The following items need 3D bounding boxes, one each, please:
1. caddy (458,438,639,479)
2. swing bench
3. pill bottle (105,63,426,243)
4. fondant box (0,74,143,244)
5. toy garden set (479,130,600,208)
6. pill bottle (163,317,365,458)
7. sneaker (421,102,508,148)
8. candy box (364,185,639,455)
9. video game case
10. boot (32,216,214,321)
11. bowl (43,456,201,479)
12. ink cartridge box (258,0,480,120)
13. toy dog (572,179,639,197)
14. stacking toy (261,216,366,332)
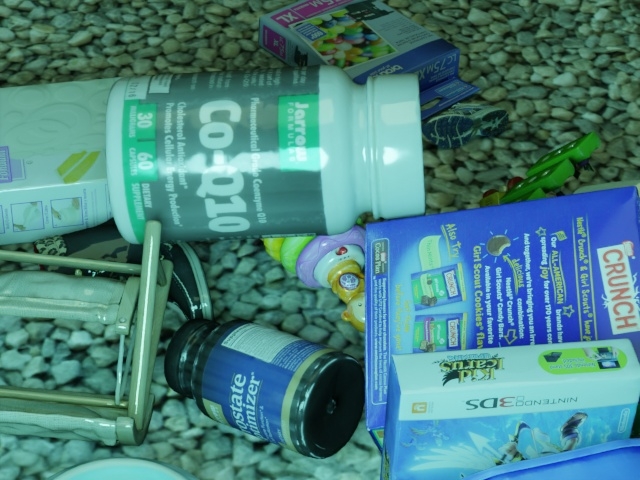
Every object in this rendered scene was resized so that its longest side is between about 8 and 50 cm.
[{"bbox_3d":[0.228,0.311,1.590,0.341,0.241,0.179,-10,45,-15],"label":"caddy"},{"bbox_3d":[-0.313,0.108,1.852,0.253,0.165,0.254,6,72,2],"label":"swing bench"},{"bbox_3d":[-0.060,-0.103,1.923,0.361,0.204,0.204,-3,39,4],"label":"pill bottle"},{"bbox_3d":[-0.382,-0.107,2.188,0.330,0.096,0.238,-7,40,-10],"label":"fondant box"},{"bbox_3d":[0.238,-0.026,2.086,0.049,0.204,0.244,52,55,-7],"label":"toy garden set"},{"bbox_3d":[-0.067,0.159,1.840,0.219,0.123,0.123,15,39,36],"label":"pill bottle"},{"bbox_3d":[0.200,-0.170,2.341,0.135,0.052,0.058,-9,30,-25],"label":"sneaker"},{"bbox_3d":[0.216,0.099,1.819,0.317,0.122,0.268,-8,59,16],"label":"candy box"},{"bbox_3d":[0.187,0.223,1.669,0.244,0.269,0.061,-3,40,-6],"label":"video game case"},{"bbox_3d":[-0.243,0.049,2.017,0.179,0.085,0.236,-18,43,-17],"label":"boot"},{"bbox_3d":[-0.196,0.332,1.601,0.311,0.163,0.311,2,38,-2],"label":"bowl"},{"bbox_3d":[0.073,-0.282,2.459,0.186,0.065,0.311,-27,49,-31],"label":"ink cartridge box"},{"bbox_3d":[0.365,-0.026,2.002,0.161,0.220,0.333,39,40,-12],"label":"toy dog"},{"bbox_3d":[0.000,0.000,2.055,0.175,0.165,0.302,-17,54,-22],"label":"stacking toy"}]
